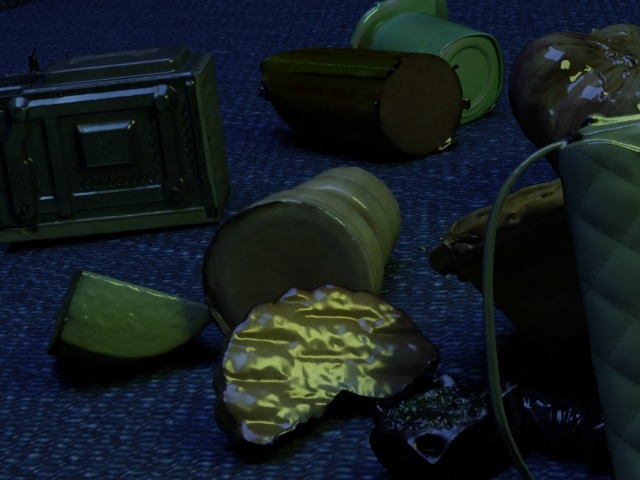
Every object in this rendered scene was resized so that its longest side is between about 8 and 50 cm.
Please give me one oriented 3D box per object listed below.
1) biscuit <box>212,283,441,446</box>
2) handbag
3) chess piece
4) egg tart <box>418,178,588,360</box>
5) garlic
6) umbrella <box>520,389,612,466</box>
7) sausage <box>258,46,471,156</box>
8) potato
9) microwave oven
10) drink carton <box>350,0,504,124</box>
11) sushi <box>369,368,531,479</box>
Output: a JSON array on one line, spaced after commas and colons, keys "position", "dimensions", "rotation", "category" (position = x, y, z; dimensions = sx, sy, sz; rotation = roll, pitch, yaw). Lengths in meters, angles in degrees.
[{"position": [-0.005, 0.093, 1.251], "dimensions": [0.183, 0.061, 0.118], "rotation": [-18, 61, -26], "category": "biscuit"}, {"position": [0.202, 0.047, 1.015], "dimensions": [0.219, 0.256, 0.079], "rotation": [-9, -6, -6], "category": "handbag"}, {"position": [0.000, 0.000, 1.446], "dimensions": [0.143, 0.142, 0.261], "rotation": [-5, 15, 14], "category": "chess piece"}, {"position": [0.234, 0.010, 1.216], "dimensions": [0.315, 0.120, 0.315], "rotation": [-12, -7, -2], "category": "egg tart"}, {"position": [0.287, -0.107, 1.586], "dimensions": [0.245, 0.160, 0.245], "rotation": [19, 26, -10], "category": "garlic"}, {"position": [0.174, 0.126, 1.108], "dimensions": [0.040, 0.037, 0.144], "rotation": [-22, 23, -37], "category": "umbrella"}, {"position": [0.020, -0.169, 1.963], "dimensions": [0.125, 0.117, 0.317], "rotation": [18, -5, -39], "category": "sausage"}, {"position": [-0.163, 0.076, 1.425], "dimensions": [0.120, 0.081, 0.149], "rotation": [18, -4, -10], "category": "potato"}, {"position": [-0.230, -0.107, 1.787], "dimensions": [0.241, 0.193, 0.145], "rotation": [-6, 20, 5], "category": "microwave oven"}, {"position": [0.134, -0.209, 2.007], "dimensions": [0.144, 0.146, 0.142], "rotation": [-19, 29, -26], "category": "drink carton"}, {"position": [0.080, 0.129, 1.126], "dimensions": [0.083, 0.056, 0.085], "rotation": [-30, 27, -31], "category": "sushi"}]
